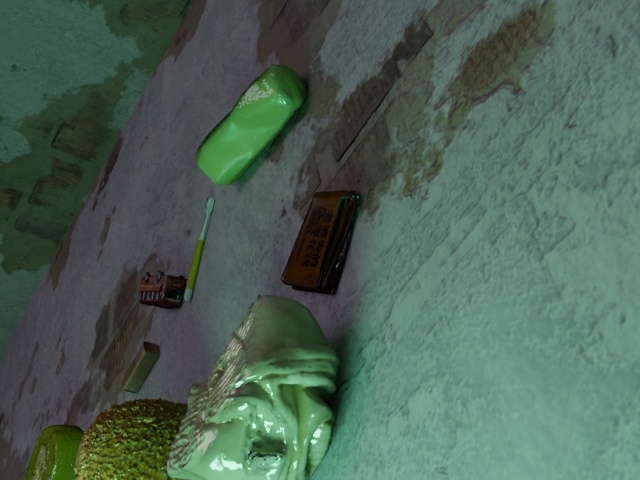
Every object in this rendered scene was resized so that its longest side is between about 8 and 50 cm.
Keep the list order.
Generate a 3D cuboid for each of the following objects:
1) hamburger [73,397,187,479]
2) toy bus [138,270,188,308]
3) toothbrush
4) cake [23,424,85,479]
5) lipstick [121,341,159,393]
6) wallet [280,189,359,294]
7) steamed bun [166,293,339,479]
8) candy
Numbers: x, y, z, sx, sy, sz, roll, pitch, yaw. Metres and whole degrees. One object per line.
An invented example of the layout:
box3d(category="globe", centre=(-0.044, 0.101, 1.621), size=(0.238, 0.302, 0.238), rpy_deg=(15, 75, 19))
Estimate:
box3d(category="hamburger", centre=(-0.324, 0.428, 1.407), size=(0.179, 0.276, 0.294), rpy_deg=(-63, 31, 35))
box3d(category="toy bus", centre=(-0.429, 0.133, 2.021), size=(0.235, 0.073, 0.096), rpy_deg=(-4, 77, 60))
box3d(category="toothbrush", centre=(-0.316, 0.021, 1.941), size=(0.024, 0.021, 0.288), rpy_deg=(144, 139, -63))
box3d(category="cake", centre=(-0.732, 0.657, 2.108), size=(0.179, 0.156, 0.260), rpy_deg=(32, 106, 46))
box3d(category="lipstick", centre=(-0.478, 0.337, 1.986), size=(0.145, 0.045, 0.045), rpy_deg=(-57, 28, 21))
box3d(category="wallet", centre=(-0.002, -0.001, 1.371), size=(0.161, 0.042, 0.195), rpy_deg=(5, 76, 62))
box3d(category="steamed bun", centre=(-0.083, 0.264, 1.168), size=(0.320, 0.206, 0.275), rpy_deg=(-55, 15, 25))
box3d(category="candy", centre=(-0.166, -0.270, 1.775), size=(0.343, 0.132, 0.142), rpy_deg=(-41, -4, 39))
